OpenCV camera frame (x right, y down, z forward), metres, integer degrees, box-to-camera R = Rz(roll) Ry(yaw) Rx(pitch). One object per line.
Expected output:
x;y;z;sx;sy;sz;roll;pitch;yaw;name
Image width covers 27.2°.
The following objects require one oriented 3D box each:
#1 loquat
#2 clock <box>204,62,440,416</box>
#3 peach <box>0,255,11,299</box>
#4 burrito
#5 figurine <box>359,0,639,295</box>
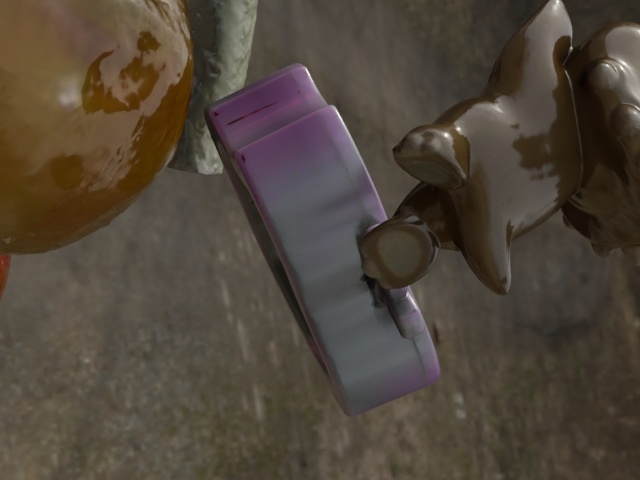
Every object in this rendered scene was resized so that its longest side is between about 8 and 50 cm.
-0.257;-0.149;1.070;0.328;0.328;0.328;-12;90;-73;loquat
0.000;0.000;1.250;0.338;0.102;0.338;155;-90;-86;clock
-0.526;0.012;1.490;0.388;0.388;0.388;-12;90;-73;peach
-0.142;-0.222;1.409;0.105;0.143;0.299;-99;-163;-79;burrito
0.177;-0.050;0.930;0.247;0.173;0.177;-40;160;-37;figurine
